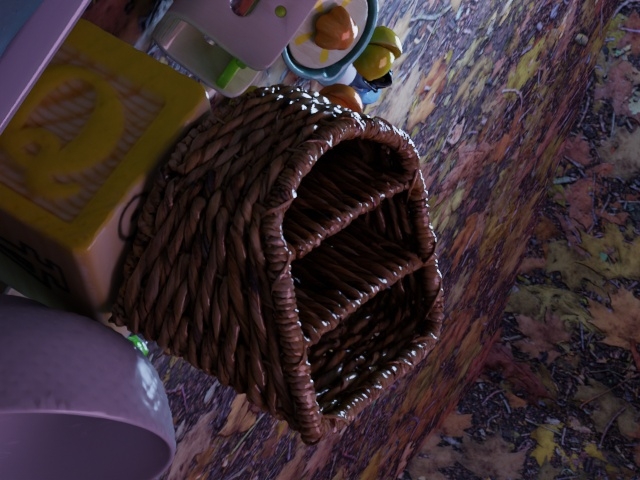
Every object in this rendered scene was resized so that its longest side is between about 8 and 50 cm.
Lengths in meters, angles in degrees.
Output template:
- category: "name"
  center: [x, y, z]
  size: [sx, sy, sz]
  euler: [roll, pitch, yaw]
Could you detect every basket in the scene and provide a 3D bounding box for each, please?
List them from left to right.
- category: "basket"
  center: [0.000, 0.000, 1.549]
  size: [0.299, 0.223, 0.213]
  euler: [-29, 145, -59]

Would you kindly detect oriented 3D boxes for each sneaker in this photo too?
- category: "sneaker"
  center: [0.059, -0.209, 2.318]
  size: [0.063, 0.073, 0.162]
  euler: [-59, 164, -7]

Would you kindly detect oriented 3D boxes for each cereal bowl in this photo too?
- category: "cereal bowl"
  center: [-0.298, 0.138, 1.524]
  size: [0.339, 0.338, 0.141]
  euler: [73, 7, -68]

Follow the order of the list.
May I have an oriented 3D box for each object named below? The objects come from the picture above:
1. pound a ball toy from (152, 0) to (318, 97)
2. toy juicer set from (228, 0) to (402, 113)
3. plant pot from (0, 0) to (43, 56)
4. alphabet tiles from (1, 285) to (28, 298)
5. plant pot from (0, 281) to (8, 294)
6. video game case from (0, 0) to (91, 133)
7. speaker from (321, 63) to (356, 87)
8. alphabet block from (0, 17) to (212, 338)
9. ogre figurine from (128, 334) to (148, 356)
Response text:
- category: "pound a ball toy"
  center: [-0.074, -0.266, 1.787]
  size: [0.319, 0.135, 0.208]
  euler: [-56, -172, -16]
- category: "toy juicer set"
  center: [0.034, -0.247, 2.031]
  size: [0.209, 0.089, 0.329]
  euler: [2, 118, -42]
- category: "plant pot"
  center: [-0.222, -0.243, 1.024]
  size: [0.255, 0.271, 0.271]
  euler: [-66, 164, 1]
- category: "alphabet tiles"
  center: [-0.240, 0.010, 1.800]
  size: [0.237, 0.009, 0.198]
  euler: [-57, 163, -14]
- category: "plant pot"
  center: [-0.247, -0.024, 1.793]
  size: [0.236, 0.032, 0.236]
  euler: [-53, 162, -26]
- category: "video game case"
  center: [-0.178, -0.236, 1.246]
  size: [0.329, 0.036, 0.300]
  euler: [-55, -155, 4]
- category: "speaker"
  center: [0.011, -0.237, 2.165]
  size: [0.055, 0.055, 0.136]
  euler: [-56, 163, -15]
- category: "alphabet block"
  center: [-0.213, -0.057, 1.552]
  size: [0.192, 0.193, 0.197]
  euler: [-55, 163, -23]
- category: "ogre figurine"
  center: [-0.254, 0.147, 1.964]
  size: [0.118, 0.097, 0.197]
  euler: [-43, 148, 3]
